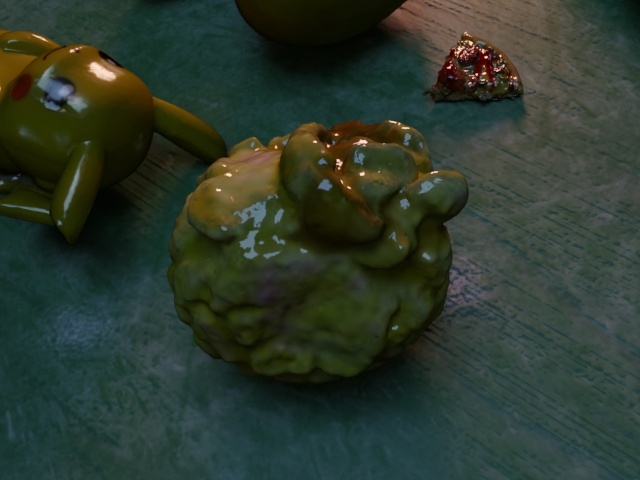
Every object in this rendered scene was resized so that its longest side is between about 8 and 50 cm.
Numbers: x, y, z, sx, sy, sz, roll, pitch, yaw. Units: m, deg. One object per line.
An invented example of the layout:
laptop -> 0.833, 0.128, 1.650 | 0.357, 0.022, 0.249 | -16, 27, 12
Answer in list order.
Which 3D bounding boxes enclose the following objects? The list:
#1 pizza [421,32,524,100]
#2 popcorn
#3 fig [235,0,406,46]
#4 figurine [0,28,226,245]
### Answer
pizza -> 0.176, -0.182, 0.817 | 0.099, 0.029, 0.100 | 24, 67, 22
popcorn -> 0.000, 0.000, 0.629 | 0.259, 0.259, 0.212 | -16, 33, 2
fig -> 0.000, -0.324, 0.844 | 0.230, 0.207, 0.207 | -23, 54, -30
figurine -> -0.296, -0.122, 0.796 | 0.326, 0.169, 0.218 | 13, 40, 25
